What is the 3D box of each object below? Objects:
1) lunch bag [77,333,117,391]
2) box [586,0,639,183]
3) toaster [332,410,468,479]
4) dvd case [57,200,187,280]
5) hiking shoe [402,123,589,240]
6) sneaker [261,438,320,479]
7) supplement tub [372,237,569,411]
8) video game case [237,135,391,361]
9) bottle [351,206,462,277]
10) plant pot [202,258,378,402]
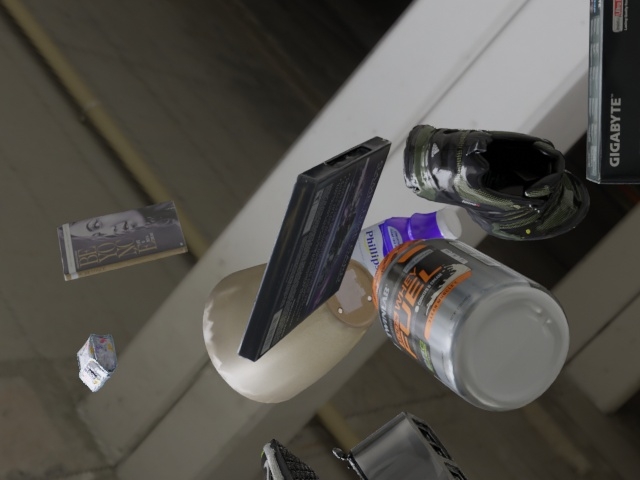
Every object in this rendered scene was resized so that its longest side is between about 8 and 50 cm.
[{"bbox_3d":[-0.402,0.220,2.099,0.053,0.071,0.083,4,-126,-36],"label":"lunch bag"},{"bbox_3d":[0.358,-0.168,1.165,0.175,0.220,0.051,0,-173,-3],"label":"box"},{"bbox_3d":[0.131,0.333,1.591,0.168,0.110,0.185,53,-173,27],"label":"toaster"},{"bbox_3d":[-0.364,-0.004,2.129,0.164,0.221,0.018,-115,14,-54],"label":"dvd case"},{"bbox_3d":[0.183,-0.046,1.050,0.227,0.086,0.114,13,176,-39],"label":"hiking shoe"},{"bbox_3d":[-0.053,0.328,1.436,0.084,0.097,0.235,43,-174,-18],"label":"sneaker"},{"bbox_3d":[0.207,0.110,1.725,0.193,0.193,0.316,31,-179,-26],"label":"supplement tub"},{"bbox_3d":[0.000,0.000,1.234,0.026,0.196,0.274,23,-161,11],"label":"video game case"},{"bbox_3d":[0.152,0.013,2.378,0.092,0.283,0.118,4,-114,-57],"label":"bottle"},{"bbox_3d":[-0.029,0.132,2.064,0.256,0.274,0.256,16,-118,-33],"label":"plant pot"}]
